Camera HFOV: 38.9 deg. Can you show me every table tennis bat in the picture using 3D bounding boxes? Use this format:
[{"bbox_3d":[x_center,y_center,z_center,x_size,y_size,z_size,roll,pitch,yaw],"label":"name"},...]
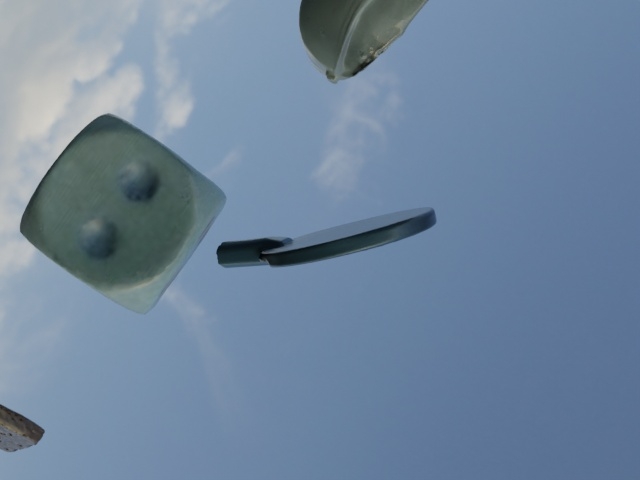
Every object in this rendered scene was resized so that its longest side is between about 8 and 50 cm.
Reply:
[{"bbox_3d":[0.000,0.000,1.218,0.329,0.215,0.044,-10,-82,32],"label":"table tennis bat"}]

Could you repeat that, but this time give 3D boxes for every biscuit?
[{"bbox_3d":[-0.551,0.260,1.360,0.278,0.302,0.043,91,12,-56],"label":"biscuit"}]

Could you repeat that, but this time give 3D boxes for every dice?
[{"bbox_3d":[-0.338,-0.045,1.582,0.262,0.265,0.268,-55,-177,-4],"label":"dice"}]

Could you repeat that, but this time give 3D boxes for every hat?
[{"bbox_3d":[0.017,-0.420,1.473,0.168,0.301,0.258,-30,-168,-19],"label":"hat"}]
